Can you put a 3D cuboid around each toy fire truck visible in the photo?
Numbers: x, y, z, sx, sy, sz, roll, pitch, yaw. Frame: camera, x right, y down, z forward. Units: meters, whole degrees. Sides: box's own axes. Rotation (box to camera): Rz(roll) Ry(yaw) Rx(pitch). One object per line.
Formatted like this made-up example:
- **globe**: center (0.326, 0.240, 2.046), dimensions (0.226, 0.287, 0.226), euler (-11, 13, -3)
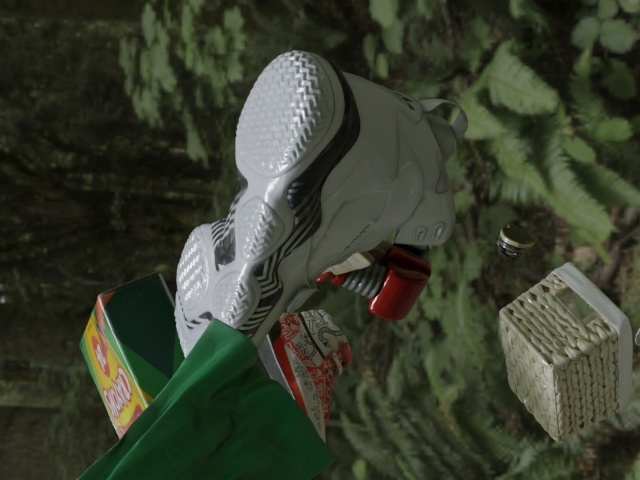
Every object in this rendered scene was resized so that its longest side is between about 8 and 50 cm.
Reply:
- **toy fire truck**: center (0.067, 0.039, 1.445), dimensions (0.158, 0.217, 0.246), euler (-61, 7, 23)

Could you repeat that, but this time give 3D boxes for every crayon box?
- **crayon box**: center (-0.167, 0.217, 1.069), dimensions (0.318, 0.081, 0.202), euler (62, 153, 11)

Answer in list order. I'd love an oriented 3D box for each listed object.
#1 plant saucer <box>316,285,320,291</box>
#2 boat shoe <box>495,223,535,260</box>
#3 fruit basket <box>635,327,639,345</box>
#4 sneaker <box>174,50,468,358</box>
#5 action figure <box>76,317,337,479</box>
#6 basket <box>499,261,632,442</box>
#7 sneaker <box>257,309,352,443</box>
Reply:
- **plant saucer**: center (-0.083, 0.076, 1.170), dimensions (0.168, 0.168, 0.029), euler (148, 102, -85)
- **boat shoe**: center (0.298, 0.008, 1.453), dimensions (0.049, 0.056, 0.152), euler (-67, -14, 11)
- **fruit basket**: center (0.517, 0.013, 0.925), dimensions (0.353, 0.327, 0.165), euler (-62, 24, 3)
- **sneaker**: center (0.000, 0.000, 0.910), dimensions (0.137, 0.210, 0.366), euler (59, 135, 43)
- **action figure**: center (-0.103, 0.166, 0.622), dimensions (0.232, 0.137, 0.063), euler (-38, -8, -45)
- **basket**: center (0.272, 0.129, 1.056), dimensions (0.113, 0.103, 0.167), euler (53, 166, 43)
- **sneaker**: center (-0.002, 0.237, 1.562), dimensions (0.270, 0.145, 0.090), euler (68, 150, 23)
